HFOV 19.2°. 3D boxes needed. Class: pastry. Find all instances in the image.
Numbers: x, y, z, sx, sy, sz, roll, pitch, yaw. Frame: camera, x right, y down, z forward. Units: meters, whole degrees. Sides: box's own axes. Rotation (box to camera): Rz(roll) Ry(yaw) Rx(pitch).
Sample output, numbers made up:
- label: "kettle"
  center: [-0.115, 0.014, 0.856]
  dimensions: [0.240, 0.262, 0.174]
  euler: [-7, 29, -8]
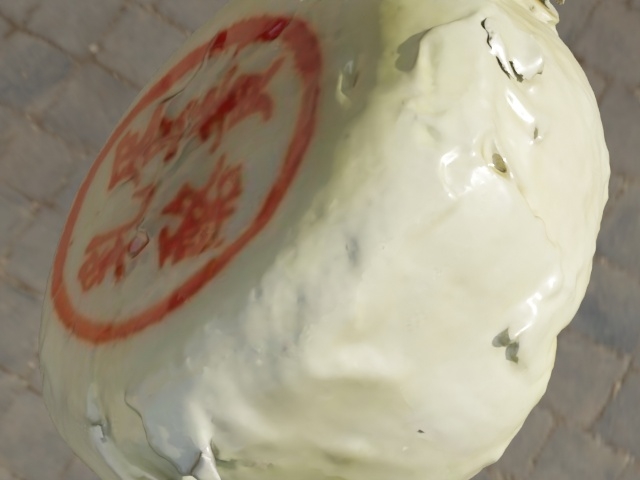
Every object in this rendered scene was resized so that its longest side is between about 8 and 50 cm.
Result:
- label: "pastry"
  center: [0.001, -0.002, 0.739]
  dimensions: [0.265, 0.133, 0.265]
  euler: [-33, 34, 26]
